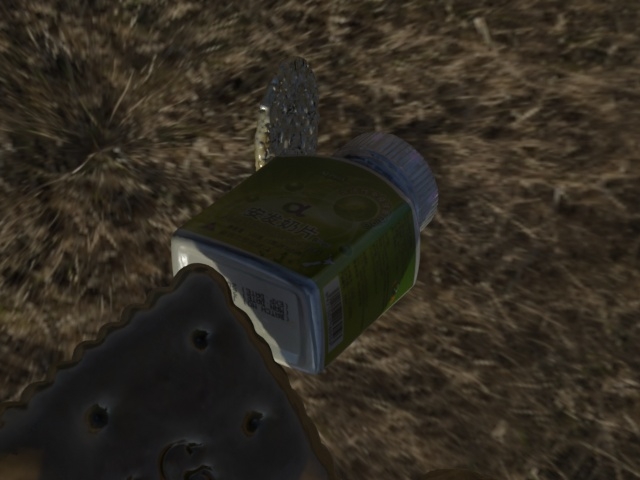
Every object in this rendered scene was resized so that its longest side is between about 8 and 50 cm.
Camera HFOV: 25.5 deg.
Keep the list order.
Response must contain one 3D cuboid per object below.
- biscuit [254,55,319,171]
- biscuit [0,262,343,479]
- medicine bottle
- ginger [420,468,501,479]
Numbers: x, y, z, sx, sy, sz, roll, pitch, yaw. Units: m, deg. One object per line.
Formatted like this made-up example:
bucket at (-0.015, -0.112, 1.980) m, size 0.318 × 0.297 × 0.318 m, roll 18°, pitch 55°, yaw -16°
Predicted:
biscuit at (-0.031, -0.097, 1.307) m, size 0.020 × 0.152 × 0.152 m, roll 10°, pitch 92°, yaw 18°
biscuit at (-0.134, 0.183, 0.846) m, size 0.325 × 0.044 × 0.217 m, roll -37°, pitch 111°, yaw -26°
medicine bottle at (0.000, 0.000, 1.025) m, size 0.188 × 0.132 × 0.088 m, roll -40°, pitch 138°, yaw -41°
ginger at (0.122, 0.269, 1.353) m, size 0.190 × 0.069 × 0.095 m, roll -23°, pitch 86°, yaw -41°
